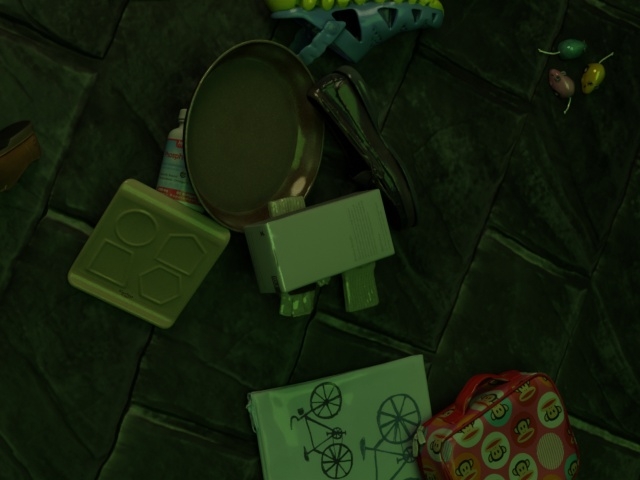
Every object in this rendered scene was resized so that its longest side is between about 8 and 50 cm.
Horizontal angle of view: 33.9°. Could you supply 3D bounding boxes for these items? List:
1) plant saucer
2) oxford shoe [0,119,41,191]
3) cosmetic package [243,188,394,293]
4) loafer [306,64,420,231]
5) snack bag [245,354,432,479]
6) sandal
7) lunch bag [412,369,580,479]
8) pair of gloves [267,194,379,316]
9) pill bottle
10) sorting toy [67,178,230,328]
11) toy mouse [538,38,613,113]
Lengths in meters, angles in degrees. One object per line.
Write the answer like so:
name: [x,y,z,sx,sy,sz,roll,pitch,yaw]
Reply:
plant saucer: [-0.113,-0.168,1.698,0.311,0.050,0.310,-15,110,-46]
oxford shoe: [-0.501,-0.097,1.583,0.212,0.076,0.076,-43,127,-36]
cosmetic package: [0.000,0.000,1.693,0.231,0.085,0.117,-17,95,-32]
loafer: [0.068,-0.142,1.782,0.095,0.109,0.302,-30,103,-23]
snack bag: [0.051,0.388,1.838,0.343,0.037,0.323,-11,95,-19]
sandal: [0.057,-0.365,1.781,0.317,0.126,0.138,-4,104,-14]
lunch bag: [0.311,0.362,1.867,0.293,0.120,0.258,-26,101,-27]
pair of gloves: [0.016,0.025,1.776,0.240,0.042,0.204,-2,92,-40]
pill bottle: [-0.212,-0.127,1.701,0.087,0.087,0.160,13,87,-19]
sorting toy: [-0.274,0.022,1.681,0.193,0.038,0.208,28,111,-18]
toy mouse: [0.470,-0.324,1.965,0.143,0.031,0.161,31,82,-18]
